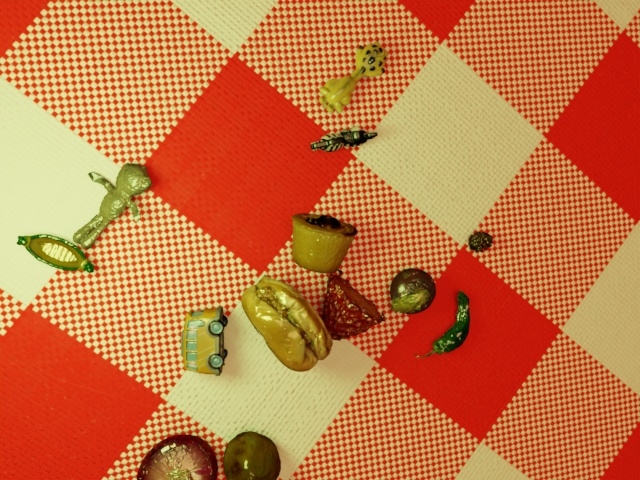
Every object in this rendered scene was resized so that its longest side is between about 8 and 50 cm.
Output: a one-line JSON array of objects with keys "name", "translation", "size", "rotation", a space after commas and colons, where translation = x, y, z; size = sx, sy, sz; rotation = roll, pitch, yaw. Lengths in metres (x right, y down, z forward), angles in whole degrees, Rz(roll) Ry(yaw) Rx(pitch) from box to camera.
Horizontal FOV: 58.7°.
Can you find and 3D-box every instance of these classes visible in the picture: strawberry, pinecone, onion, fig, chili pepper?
[{"name": "strawberry", "translation": [0.068, 0.227, 1.815], "size": [0.234, 0.234, 0.178], "rotation": [40, 99, -11]}, {"name": "pinecone", "translation": [0.556, 0.007, 1.966], "size": [0.083, 0.077, 0.077], "rotation": [3, 92, -22]}, {"name": "onion", "translation": [-0.439, 0.718, 1.748], "size": [0.248, 0.161, 0.247], "rotation": [1, 87, -21]}, {"name": "fig", "translation": [-0.226, 0.724, 1.742], "size": [0.191, 0.290, 0.190], "rotation": [2, 110, 7]}, {"name": "chili pepper", "translation": [0.452, 0.315, 1.963], "size": [0.122, 0.065, 0.278], "rotation": [34, 84, -2]}]

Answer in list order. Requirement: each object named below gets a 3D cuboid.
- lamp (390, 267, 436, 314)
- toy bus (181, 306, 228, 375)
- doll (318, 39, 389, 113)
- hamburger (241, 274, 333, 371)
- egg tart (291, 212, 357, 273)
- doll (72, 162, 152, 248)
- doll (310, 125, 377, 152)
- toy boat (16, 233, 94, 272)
[{"name": "lamp", "translation": [0.312, 0.171, 1.889], "size": [0.157, 0.135, 0.157], "rotation": [0, 91, -12]}, {"name": "toy bus", "translation": [-0.360, 0.310, 1.764], "size": [0.136, 0.126, 0.209], "rotation": [1, 93, -3]}, {"name": "doll", "translation": [0.111, -0.528, 1.839], "size": [0.117, 0.086, 0.291], "rotation": [44, 82, -6]}, {"name": "hamburger", "translation": [-0.105, 0.249, 1.730], "size": [0.174, 0.284, 0.304], "rotation": [-36, 103, -10]}, {"name": "egg tart", "translation": [0.000, 0.000, 1.794], "size": [0.216, 0.215, 0.170], "rotation": [11, 106, -12]}, {"name": "doll", "translation": [-0.617, -0.101, 1.709], "size": [0.203, 0.091, 0.285], "rotation": [10, 78, 21]}, {"name": "doll", "translation": [0.076, -0.328, 1.839], "size": [0.220, 0.091, 0.067], "rotation": [-13, 95, -12]}, {"name": "toy boat", "translation": [-0.774, 0.038, 1.680], "size": [0.230, 0.088, 0.088], "rotation": [23, 87, -11]}]
